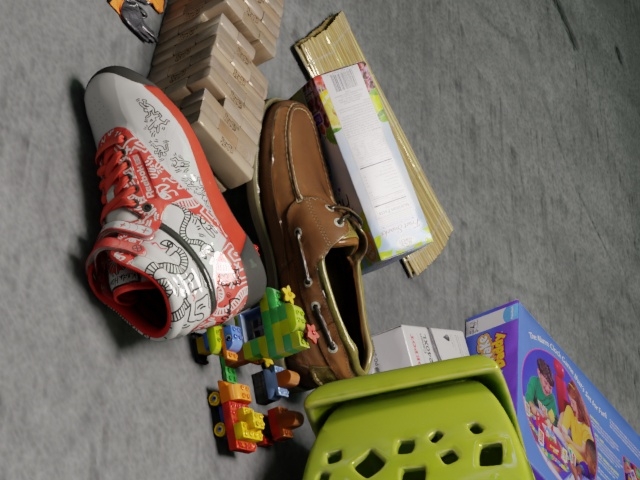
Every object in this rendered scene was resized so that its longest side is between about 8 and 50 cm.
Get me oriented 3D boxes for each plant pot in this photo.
[{"bbox_3d":[0.104,0.247,1.826,0.228,0.227,0.207,68,12,-49],"label":"plant pot"}]

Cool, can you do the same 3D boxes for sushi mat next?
[{"bbox_3d":[0.068,-0.117,2.285,0.316,0.019,0.151,63,27,-10],"label":"sushi mat"}]

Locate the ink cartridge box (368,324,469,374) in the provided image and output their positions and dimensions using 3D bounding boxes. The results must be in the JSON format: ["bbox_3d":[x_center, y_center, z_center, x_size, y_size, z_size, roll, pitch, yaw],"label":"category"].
[{"bbox_3d":[0.115,0.158,2.120,0.150,0.063,0.109,9,62,-58],"label":"ink cartridge box"}]

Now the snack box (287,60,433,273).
[{"bbox_3d":[0.031,-0.069,2.031,0.070,0.174,0.207,-21,86,-18],"label":"snack box"}]

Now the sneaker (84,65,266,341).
[{"bbox_3d":[-0.169,-0.034,1.735,0.145,0.090,0.270,-26,82,-47],"label":"sneaker"}]

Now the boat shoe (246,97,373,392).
[{"bbox_3d":[0.000,0.000,1.928,0.111,0.104,0.307,-1,83,-57],"label":"boat shoe"}]

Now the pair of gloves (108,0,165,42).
[{"bbox_3d":[-0.187,-0.246,1.945,0.074,0.010,0.083,46,35,-34],"label":"pair of gloves"}]

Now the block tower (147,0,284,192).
[{"bbox_3d":[-0.110,-0.190,1.955,0.097,0.091,0.335,49,32,-32],"label":"block tower"}]

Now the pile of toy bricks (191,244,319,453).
[{"bbox_3d":[-0.052,0.096,1.830,0.118,0.105,0.212,19,54,-55],"label":"pile of toy bricks"}]

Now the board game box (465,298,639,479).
[{"bbox_3d":[0.300,0.270,2.345,0.347,0.078,0.233,46,34,-34],"label":"board game box"}]
